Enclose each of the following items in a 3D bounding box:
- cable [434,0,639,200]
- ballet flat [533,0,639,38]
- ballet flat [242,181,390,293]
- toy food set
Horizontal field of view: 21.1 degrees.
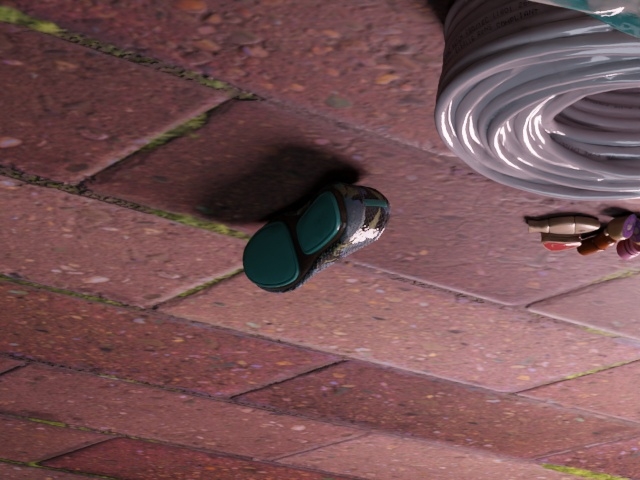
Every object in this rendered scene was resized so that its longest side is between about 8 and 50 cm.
[{"bbox_3d":[0.201,-0.103,1.084,0.257,0.089,0.257,-14,155,38],"label":"cable"},{"bbox_3d":[0.086,-0.180,0.835,0.409,0.147,0.147,10,159,-29],"label":"ballet flat"},{"bbox_3d":[0.000,0.000,1.432,0.070,0.070,0.188,11,162,-25],"label":"ballet flat"},{"bbox_3d":[0.242,0.000,1.469,0.122,0.019,0.078,-4,160,15],"label":"toy food set"}]
